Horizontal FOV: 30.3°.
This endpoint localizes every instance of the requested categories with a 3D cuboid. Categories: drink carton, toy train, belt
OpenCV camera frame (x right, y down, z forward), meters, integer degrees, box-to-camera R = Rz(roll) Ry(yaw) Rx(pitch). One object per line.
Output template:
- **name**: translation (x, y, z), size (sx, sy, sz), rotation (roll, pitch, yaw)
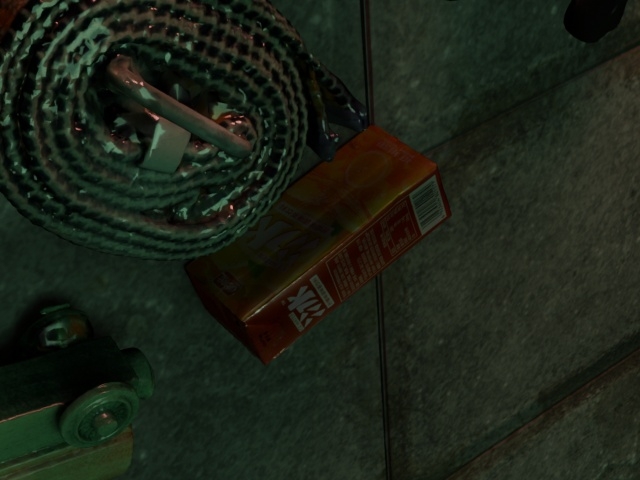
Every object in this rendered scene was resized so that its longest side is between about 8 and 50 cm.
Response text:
- **drink carton**: translation (0.000, 0.000, 1.038), size (0.223, 0.096, 0.071), rotation (-39, 138, -16)
- **toy train**: translation (-0.265, 0.162, 0.912), size (0.285, 0.116, 0.177), rotation (-16, 140, -36)
- **belt**: translation (-0.120, -0.095, 0.809), size (0.207, 0.160, 0.295), rotation (-54, 139, 2)

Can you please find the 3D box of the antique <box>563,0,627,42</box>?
- **antique**: translation (0.142, -0.299, 0.781), size (0.255, 0.322, 0.185), rotation (-39, 154, -15)
